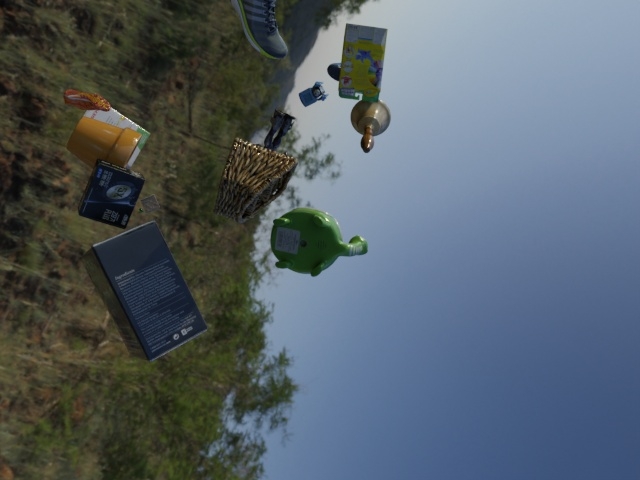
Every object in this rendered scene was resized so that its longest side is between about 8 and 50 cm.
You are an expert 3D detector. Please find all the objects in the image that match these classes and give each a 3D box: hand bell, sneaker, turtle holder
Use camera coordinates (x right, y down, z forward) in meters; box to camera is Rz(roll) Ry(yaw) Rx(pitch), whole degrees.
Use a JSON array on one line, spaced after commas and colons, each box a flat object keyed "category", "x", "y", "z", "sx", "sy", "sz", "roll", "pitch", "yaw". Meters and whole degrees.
[{"category": "hand bell", "x": 0.138, "y": -0.313, "z": 1.463, "sx": 0.242, "sy": 0.126, "sz": 0.126, "roll": -76, "pitch": -168, "yaw": -54}, {"category": "sneaker", "x": -0.922, "y": -0.546, "z": 1.997, "sx": 0.067, "sy": 0.175, "sz": 0.064, "roll": 121, "pitch": -20, "yaw": -50}, {"category": "sneaker", "x": -0.174, "y": -0.673, "z": 1.468, "sx": 0.121, "sy": 0.300, "sz": 0.111, "roll": -9, "pitch": -141, "yaw": 34}, {"category": "sneaker", "x": 0.110, "y": -0.645, "z": 1.900, "sx": 0.069, "sy": 0.209, "sz": 0.082, "roll": -35, "pitch": -119, "yaw": 54}, {"category": "turtle holder", "x": -0.012, "y": -0.016, "z": 1.827, "sx": 0.320, "sy": 0.243, "sz": 0.227, "roll": -19, "pitch": -174, "yaw": 18}]

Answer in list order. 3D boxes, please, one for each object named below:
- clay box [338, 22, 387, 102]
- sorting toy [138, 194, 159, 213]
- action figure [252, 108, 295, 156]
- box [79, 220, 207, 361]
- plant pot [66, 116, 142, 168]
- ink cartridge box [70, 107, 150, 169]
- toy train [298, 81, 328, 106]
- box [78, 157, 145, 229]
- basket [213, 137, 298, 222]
[{"category": "clay box", "x": 0.124, "y": -0.525, "z": 1.510, "sx": 0.053, "sy": 0.128, "sz": 0.222, "roll": -148, "pitch": -115, "yaw": -88}, {"category": "sorting toy", "x": -0.682, "y": -0.139, "z": 1.979, "sx": 0.012, "sy": 0.083, "sz": 0.062, "roll": 25, "pitch": -44, "yaw": 53}, {"category": "action figure", "x": -0.206, "y": -0.399, "z": 2.098, "sx": 0.099, "sy": 0.185, "sz": 0.285, "roll": 42, "pitch": -67, "yaw": 43}, {"category": "box", "x": -0.590, "y": 0.170, "z": 1.667, "sx": 0.212, "sy": 0.395, "sz": 0.293, "roll": -29, "pitch": -172, "yaw": -31}, {"category": "plant pot", "x": -0.748, "y": -0.322, "z": 1.728, "sx": 0.205, "sy": 0.188, "sz": 0.205, "roll": -48, "pitch": -156, "yaw": 30}, {"category": "ink cartridge box", "x": -0.971, "y": -0.483, "z": 2.329, "sx": 0.117, "sy": 0.278, "sz": 0.201, "roll": -7, "pitch": -125, "yaw": 54}, {"category": "toy train", "x": -0.028, "y": -0.603, "z": 2.075, "sx": 0.105, "sy": 0.080, "sz": 0.184, "roll": -22, "pitch": -163, "yaw": 12}, {"category": "box", "x": -0.665, "y": -0.147, "z": 1.602, "sx": 0.180, "sy": 0.147, "sz": 0.077, "roll": -64, "pitch": -147, "yaw": 9}, {"category": "basket", "x": -0.222, "y": -0.163, "z": 1.673, "sx": 0.299, "sy": 0.223, "sz": 0.213, "roll": 135, "pitch": -30, "yaw": -67}]
